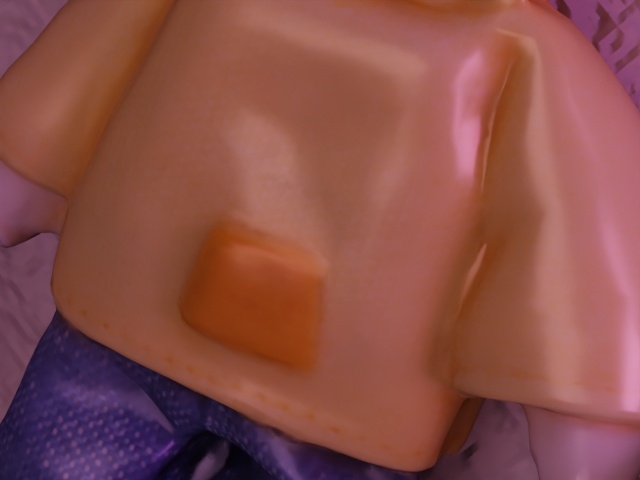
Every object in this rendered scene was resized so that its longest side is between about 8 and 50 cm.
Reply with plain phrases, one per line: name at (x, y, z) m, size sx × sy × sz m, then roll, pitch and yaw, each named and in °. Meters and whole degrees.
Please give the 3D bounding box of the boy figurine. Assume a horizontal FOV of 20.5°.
boy figurine at (0.000, 0.000, 0.371) m, size 0.177 × 0.092 × 0.285 m, roll 31°, pitch 110°, yaw 20°
